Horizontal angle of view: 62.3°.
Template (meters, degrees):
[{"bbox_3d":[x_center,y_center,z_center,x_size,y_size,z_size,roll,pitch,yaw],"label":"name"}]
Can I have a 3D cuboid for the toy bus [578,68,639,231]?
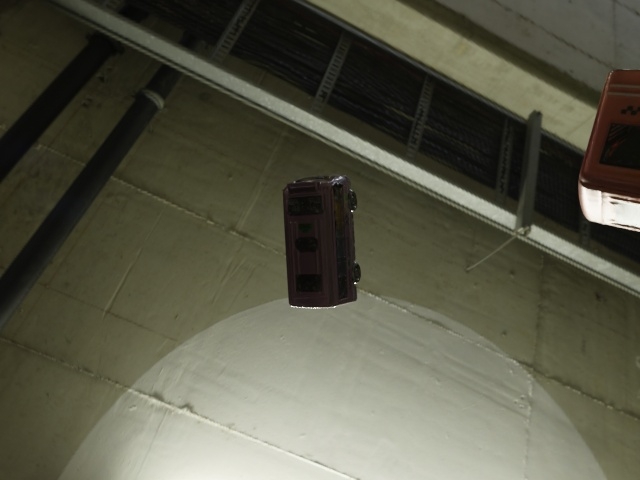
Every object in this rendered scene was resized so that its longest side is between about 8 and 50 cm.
[{"bbox_3d":[0.593,-0.097,0.711,0.426,0.203,0.233,17,-100,34],"label":"toy bus"}]

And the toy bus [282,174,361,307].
[{"bbox_3d":[0.000,0.000,0.715,0.098,0.086,0.179,-4,-89,-65],"label":"toy bus"}]
